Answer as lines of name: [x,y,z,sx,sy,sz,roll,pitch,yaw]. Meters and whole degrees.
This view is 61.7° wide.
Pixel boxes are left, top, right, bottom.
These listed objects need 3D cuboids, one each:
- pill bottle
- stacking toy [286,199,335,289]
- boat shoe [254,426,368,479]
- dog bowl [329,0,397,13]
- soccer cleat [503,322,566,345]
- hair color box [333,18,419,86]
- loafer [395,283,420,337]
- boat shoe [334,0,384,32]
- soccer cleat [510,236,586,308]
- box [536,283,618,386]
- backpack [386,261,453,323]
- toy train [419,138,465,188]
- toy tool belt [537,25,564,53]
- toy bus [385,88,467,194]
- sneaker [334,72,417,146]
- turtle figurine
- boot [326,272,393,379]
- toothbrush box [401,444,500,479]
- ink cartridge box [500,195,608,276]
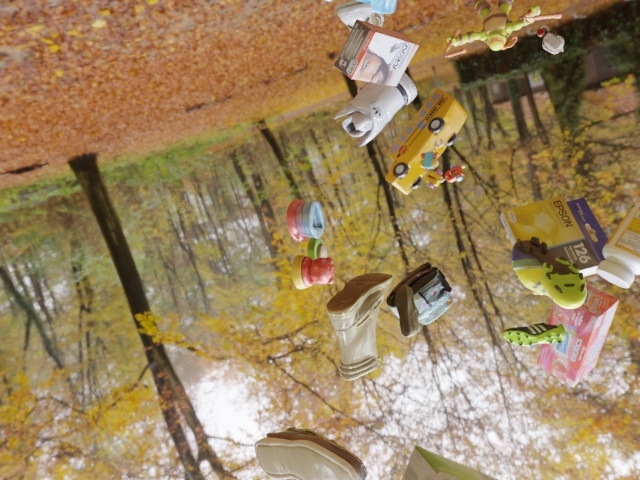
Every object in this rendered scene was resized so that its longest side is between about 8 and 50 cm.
pill bottle: [0.805,0.013,1.374,0.208,0.118,0.117,-56,-166,0]
stacking toy: [0.000,0.000,1.891,0.131,0.308,0.279,-4,-172,22]
boat shoe: [-0.013,0.451,1.116,0.097,0.116,0.324,-16,180,-40]
dog bowl: [0.071,-0.665,1.358,0.298,0.074,0.165,3,-132,-22]
soccer cleat: [0.655,0.284,1.643,0.179,0.060,0.072,-4,-154,25]
hair color box: [0.109,-0.350,1.013,0.167,0.053,0.093,-13,140,-51]
loafer: [0.248,0.197,1.508,0.050,0.147,0.056,4,169,-34]
boat shoe: [0.141,-0.722,1.749,0.113,0.103,0.302,-1,-164,29]
soccer cleat: [0.545,0.094,1.285,0.094,0.121,0.289,-6,-155,-3]
box: [0.843,0.306,1.768,0.154,0.299,0.142,-23,-141,-32]
backpack: [0.305,0.178,1.670,0.188,0.144,0.166,-33,-167,-2]
toy train: [0.372,-0.222,1.628,0.125,0.166,0.046,-38,142,25]
toy tool belt: [0.639,-0.554,1.490,0.052,0.083,0.051,-51,160,22]
toy bus: [0.332,-0.320,1.752,0.332,0.108,0.130,-52,-132,10]
sneaker: [0.136,-0.400,1.600,0.210,0.137,0.366,-44,-164,-1]
turtle figurine: [0.434,-0.530,1.285,0.270,0.087,0.217,-12,-124,34]
boot: [0.114,0.205,1.335,0.095,0.203,0.262,-1,-162,31]
toothbrush box: [0.329,0.564,1.117,0.283,0.122,0.206,25,175,-3]
ink cartridge box: [0.831,-0.009,1.861,0.308,0.303,0.072,-17,146,7]
